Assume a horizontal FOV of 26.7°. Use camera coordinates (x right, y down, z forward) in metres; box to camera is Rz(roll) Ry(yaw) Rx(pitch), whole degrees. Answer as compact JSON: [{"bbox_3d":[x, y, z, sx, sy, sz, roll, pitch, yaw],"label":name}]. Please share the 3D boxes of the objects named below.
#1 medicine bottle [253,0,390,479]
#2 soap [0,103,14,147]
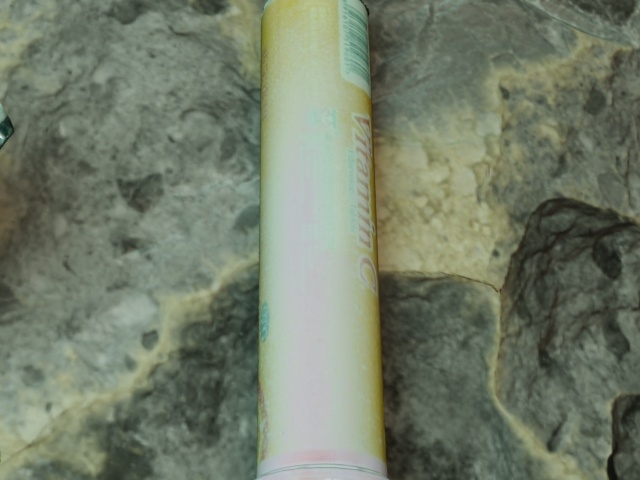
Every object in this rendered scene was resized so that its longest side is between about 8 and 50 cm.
[{"bbox_3d":[0.000,0.000,1.031,0.108,0.108,0.426,10,60,-18],"label":"medicine bottle"},{"bbox_3d":[-0.291,-0.012,0.826,0.094,0.261,0.150,41,55,-10],"label":"soap"}]
